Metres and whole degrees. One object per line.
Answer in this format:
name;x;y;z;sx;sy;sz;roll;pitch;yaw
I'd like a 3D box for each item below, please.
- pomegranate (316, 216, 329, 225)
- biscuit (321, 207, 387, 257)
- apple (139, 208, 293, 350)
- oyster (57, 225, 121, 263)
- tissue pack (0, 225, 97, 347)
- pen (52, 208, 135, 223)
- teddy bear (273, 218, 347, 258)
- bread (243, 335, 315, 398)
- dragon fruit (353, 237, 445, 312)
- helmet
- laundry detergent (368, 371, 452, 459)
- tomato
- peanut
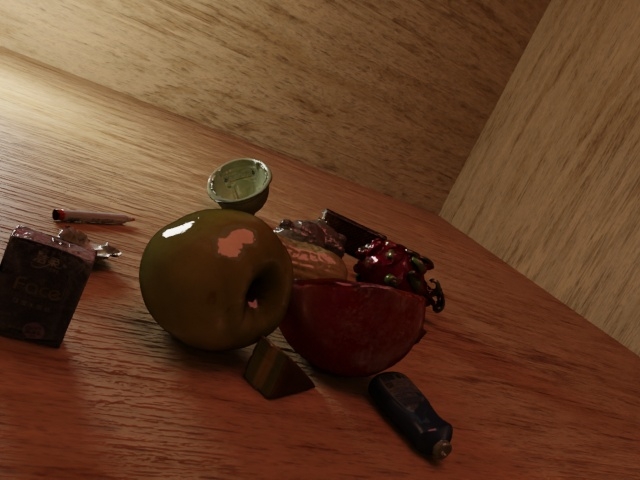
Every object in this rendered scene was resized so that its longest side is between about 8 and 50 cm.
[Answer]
pomegranate;0.000;0.000;1.871;0.115;0.142;0.114;7;33;-5
biscuit;0.100;-0.015;2.170;0.252;0.106;0.070;26;13;0
apple;-0.179;0.063;1.097;0.262;0.262;0.262;24;14;-6
oyster;-0.448;0.016;1.193;0.103;0.051;0.148;29;-2;25
tissue pack;-0.393;0.066;0.883;0.112;0.156;0.051;21;19;-21
pen;-0.497;-0.052;1.413;0.026;0.026;0.218;33;15;27
teddy bear;-0.048;0.016;1.695;0.236;0.151;0.267;1;-3;14
bread;-0.054;0.213;1.099;0.074;0.084;0.139;33;15;32
dragon fruit;0.225;0.102;1.809;0.273;0.218;0.198;20;52;-41
helmet;-0.238;-0.134;1.961;0.204;0.137;0.257;-11;36;2
laundry detergent;0.172;0.320;1.152;0.097;0.061;0.206;17;16;-35
tomato;0.047;0.179;1.233;0.309;0.170;0.309;1;-16;0
peanut;-0.089;0.061;1.484;0.313;0.152;0.152;17;15;-13
